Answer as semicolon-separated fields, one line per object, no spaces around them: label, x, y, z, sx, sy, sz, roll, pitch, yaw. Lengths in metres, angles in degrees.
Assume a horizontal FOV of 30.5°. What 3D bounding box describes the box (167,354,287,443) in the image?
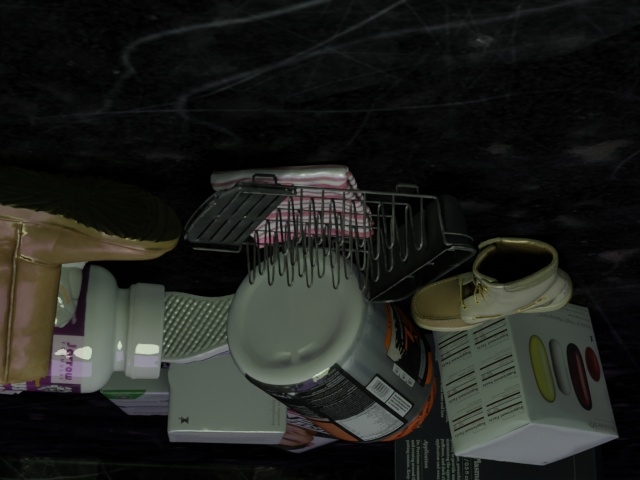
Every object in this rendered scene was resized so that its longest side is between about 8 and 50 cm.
box;-0.145;0.220;1.829;0.182;0.180;0.119;2;163;-5

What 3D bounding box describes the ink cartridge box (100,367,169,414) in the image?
ink cartridge box;-0.292;0.252;2.086;0.153;0.086;0.208;-1;161;2

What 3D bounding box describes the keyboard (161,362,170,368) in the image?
keyboard;-0.277;0.186;1.940;0.180;0.023;0.108;-4;141;1

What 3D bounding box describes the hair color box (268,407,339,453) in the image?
hair color box;-0.045;0.287;2.104;0.185;0.113;0.374;19;158;-16

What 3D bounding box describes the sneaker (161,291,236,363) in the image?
sneaker;-0.140;0.135;1.699;0.282;0.102;0.161;-4;165;14

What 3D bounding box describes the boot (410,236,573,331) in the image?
boot;0.202;0.054;1.473;0.213;0.077;0.165;-10;161;15

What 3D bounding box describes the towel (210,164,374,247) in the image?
towel;-0.025;-0.036;1.269;0.144;0.029;0.197;-4;162;10

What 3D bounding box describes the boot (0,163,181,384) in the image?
boot;-0.290;0.050;1.264;0.236;0.089;0.269;15;129;-8

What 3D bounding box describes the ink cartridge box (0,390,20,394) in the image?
ink cartridge box;-0.549;0.144;1.705;0.273;0.114;0.198;10;161;-27

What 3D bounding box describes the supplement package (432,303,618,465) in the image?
supplement package;0.290;0.197;1.676;0.194;0.203;0.149;14;147;-37

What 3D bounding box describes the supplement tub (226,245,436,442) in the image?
supplement tub;0.029;0.149;1.528;0.194;0.193;0.316;-7;154;23

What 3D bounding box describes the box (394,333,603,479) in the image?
box;0.289;0.324;1.881;0.313;0.343;0.179;-4;160;17

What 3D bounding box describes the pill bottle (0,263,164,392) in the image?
pill bottle;-0.355;0.111;1.508;0.302;0.169;0.169;3;162;-9

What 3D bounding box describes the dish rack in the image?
dish rack;0.000;0.000;1.225;0.272;0.074;0.208;4;159;-20

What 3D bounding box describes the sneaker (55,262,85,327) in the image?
sneaker;-0.403;0.045;1.356;0.263;0.121;0.099;7;175;-15
